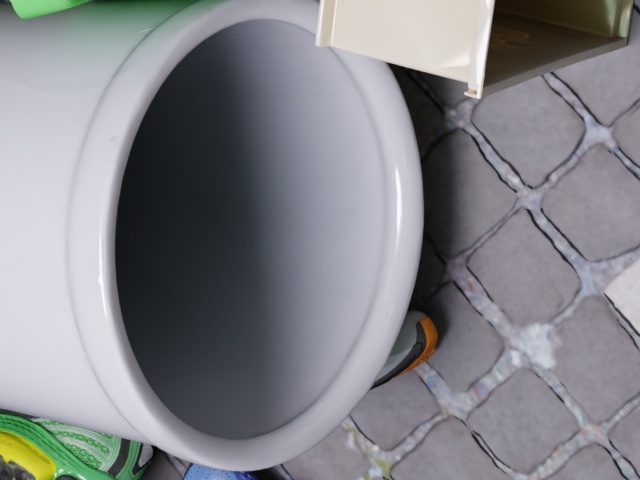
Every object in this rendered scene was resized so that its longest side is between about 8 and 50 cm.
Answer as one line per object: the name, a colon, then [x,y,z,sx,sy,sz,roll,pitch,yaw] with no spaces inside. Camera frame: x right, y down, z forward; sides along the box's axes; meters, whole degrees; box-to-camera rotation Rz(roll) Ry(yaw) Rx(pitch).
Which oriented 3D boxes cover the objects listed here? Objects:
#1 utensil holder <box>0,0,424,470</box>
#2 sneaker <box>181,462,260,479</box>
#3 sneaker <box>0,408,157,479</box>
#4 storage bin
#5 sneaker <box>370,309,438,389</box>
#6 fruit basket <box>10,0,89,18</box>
utensil holder: [-0.171,-0.020,1.384,0.385,0.327,0.328,5,106,41]
sneaker: [-0.144,0.301,1.613,0.330,0.129,0.147,-48,64,26]
sneaker: [-0.275,0.154,1.639,0.343,0.146,0.134,22,142,36]
storage bin: [0.124,-0.251,1.232,0.123,0.262,0.260,16,110,26]
sneaker: [-0.033,0.079,1.499,0.262,0.099,0.121,-17,90,29]
fruit basket: [-0.178,-0.317,1.315,0.392,0.392,0.283,6,106,27]
